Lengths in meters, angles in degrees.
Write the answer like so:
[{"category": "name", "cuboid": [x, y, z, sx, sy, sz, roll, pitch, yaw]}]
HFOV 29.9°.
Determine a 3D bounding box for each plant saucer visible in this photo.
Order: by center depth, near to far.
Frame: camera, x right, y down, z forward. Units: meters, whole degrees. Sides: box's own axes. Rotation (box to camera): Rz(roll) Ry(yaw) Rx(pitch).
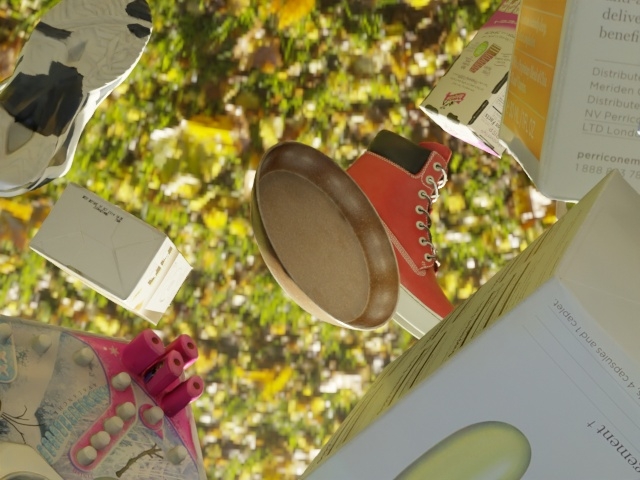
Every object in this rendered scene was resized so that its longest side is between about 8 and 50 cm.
[{"category": "plant saucer", "cuboid": [0.000, 0.000, 0.961, 0.029, 0.168, 0.168, -32, 125, 32]}]

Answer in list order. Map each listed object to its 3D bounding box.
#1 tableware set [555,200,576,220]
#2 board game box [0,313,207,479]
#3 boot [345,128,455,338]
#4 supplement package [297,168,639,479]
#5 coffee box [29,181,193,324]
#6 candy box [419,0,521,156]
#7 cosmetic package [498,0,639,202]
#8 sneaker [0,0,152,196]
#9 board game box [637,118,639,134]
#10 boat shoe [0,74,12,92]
[{"category": "tableware set", "cuboid": [0.331, -0.115, 1.354, 0.128, 0.039, 0.194, 1, 89, -11]}, {"category": "board game box", "cuboid": [-0.217, 0.211, 0.905, 0.390, 0.390, 0.050, 17, 134, -41]}, {"category": "boot", "cuboid": [0.112, -0.004, 1.267, 0.176, 0.244, 0.088, -44, 162, -7]}, {"category": "supplement package", "cuboid": [0.135, 0.115, 0.631, 0.194, 0.149, 0.203, 46, 124, 1]}, {"category": "coffee box", "cuboid": [-0.260, 0.022, 1.536, 0.141, 0.098, 0.246, 30, 172, 7]}, {"category": "candy box", "cuboid": [0.250, -0.231, 1.554, 0.071, 0.159, 0.233, 39, 92, -24]}, {"category": "cosmetic package", "cuboid": [0.246, -0.259, 0.822, 0.161, 0.230, 0.453, 8, 103, 0]}, {"category": "sneaker", "cuboid": [-0.252, -0.131, 1.133, 0.094, 0.235, 0.153, 31, 160, -14]}, {"category": "board game box", "cuboid": [0.165, -0.116, 0.256, 0.039, 0.212, 0.160, 7, -176, -45]}, {"category": "boat shoe", "cuboid": [-0.391, -0.178, 1.504, 0.206, 0.065, 0.075, -25, 131, 11]}]
